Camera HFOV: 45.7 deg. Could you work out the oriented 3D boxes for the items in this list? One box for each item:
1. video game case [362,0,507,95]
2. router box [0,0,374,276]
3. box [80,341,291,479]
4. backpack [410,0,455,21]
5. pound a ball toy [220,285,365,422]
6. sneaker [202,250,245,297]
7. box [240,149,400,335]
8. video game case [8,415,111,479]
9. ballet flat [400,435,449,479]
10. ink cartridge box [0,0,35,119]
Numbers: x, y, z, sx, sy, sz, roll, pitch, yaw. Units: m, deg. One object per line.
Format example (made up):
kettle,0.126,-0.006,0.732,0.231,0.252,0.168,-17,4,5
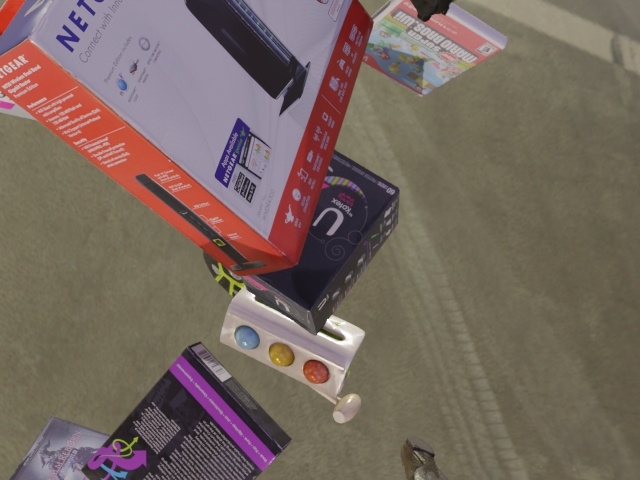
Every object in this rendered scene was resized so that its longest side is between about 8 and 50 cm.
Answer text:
video game case,0.182,-0.365,1.414,0.204,0.285,0.025,25,74,-18
router box,-0.099,-0.185,0.713,0.301,0.082,0.336,42,52,-36
box,-0.117,0.183,0.644,0.116,0.029,0.162,45,105,10
backpack,0.174,-0.355,0.869,0.182,0.115,0.152,-29,107,-15
pound a ball toy,-0.052,0.251,1.582,0.319,0.208,0.136,26,34,10
sneaker,-0.102,0.065,1.747,0.384,0.145,0.147,13,48,30
box,0.000,0.000,1.326,0.165,0.143,0.270,32,73,17
video game case,-0.541,0.525,1.741,0.274,0.026,0.196,18,41,4
ballet flat,0.184,0.432,1.374,0.084,0.250,0.058,24,99,-8
ink cartridge box,-0.383,-0.261,1.166,0.275,0.239,0.060,8,65,-45
